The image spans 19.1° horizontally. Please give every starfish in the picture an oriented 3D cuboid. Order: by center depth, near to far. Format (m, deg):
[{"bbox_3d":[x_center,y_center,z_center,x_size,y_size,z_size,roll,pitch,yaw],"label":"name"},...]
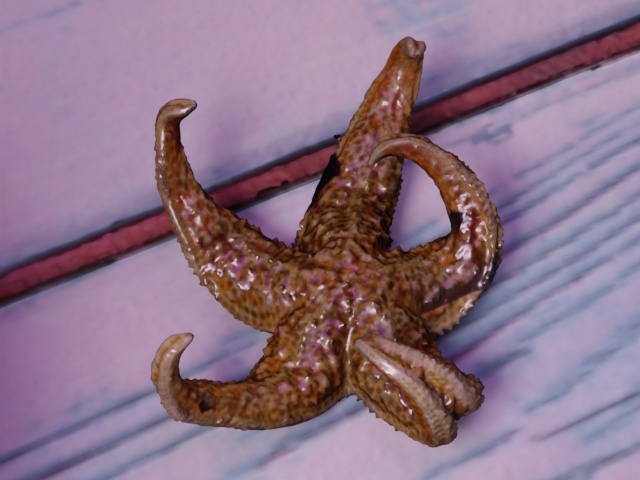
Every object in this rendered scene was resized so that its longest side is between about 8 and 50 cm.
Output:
[{"bbox_3d":[0.000,-0.002,0.758,0.146,0.074,0.190,9,54,3],"label":"starfish"}]
